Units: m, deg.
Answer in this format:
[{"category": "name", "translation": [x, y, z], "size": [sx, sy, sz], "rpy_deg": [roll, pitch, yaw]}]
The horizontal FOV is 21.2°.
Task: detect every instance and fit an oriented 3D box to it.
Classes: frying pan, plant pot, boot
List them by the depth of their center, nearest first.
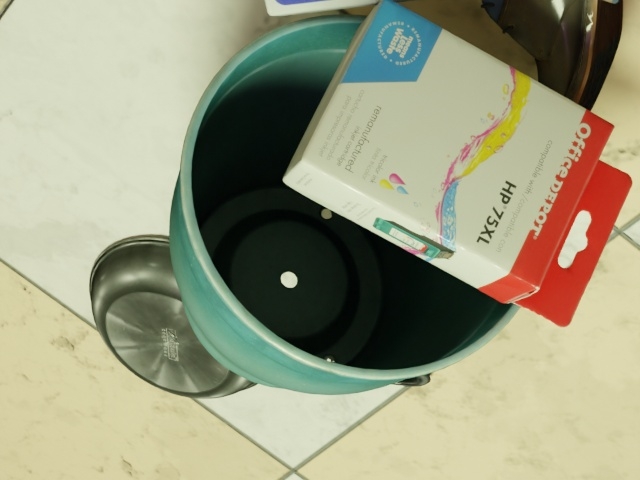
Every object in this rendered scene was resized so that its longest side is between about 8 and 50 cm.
[{"category": "boot", "translation": [0.163, -0.162, 1.239], "size": [0.106, 0.082, 0.219], "rpy_deg": [26, 128, 16]}, {"category": "plant pot", "translation": [0.000, 0.000, 1.323], "size": [0.271, 0.272, 0.255], "rpy_deg": [31, 157, -6]}, {"category": "frying pan", "translation": [-0.079, 0.113, 1.617], "size": [0.326, 0.053, 0.197], "rpy_deg": [31, 136, -1]}]

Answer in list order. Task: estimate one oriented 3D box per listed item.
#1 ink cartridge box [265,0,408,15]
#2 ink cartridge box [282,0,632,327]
[{"category": "ink cartridge box", "translation": [0.077, -0.313, 1.116], "size": [0.303, 0.072, 0.307], "rpy_deg": [-2, 110, 27]}, {"category": "ink cartridge box", "translation": [0.107, -0.049, 1.181], "size": [0.231, 0.134, 0.078], "rpy_deg": [28, 166, -6]}]
